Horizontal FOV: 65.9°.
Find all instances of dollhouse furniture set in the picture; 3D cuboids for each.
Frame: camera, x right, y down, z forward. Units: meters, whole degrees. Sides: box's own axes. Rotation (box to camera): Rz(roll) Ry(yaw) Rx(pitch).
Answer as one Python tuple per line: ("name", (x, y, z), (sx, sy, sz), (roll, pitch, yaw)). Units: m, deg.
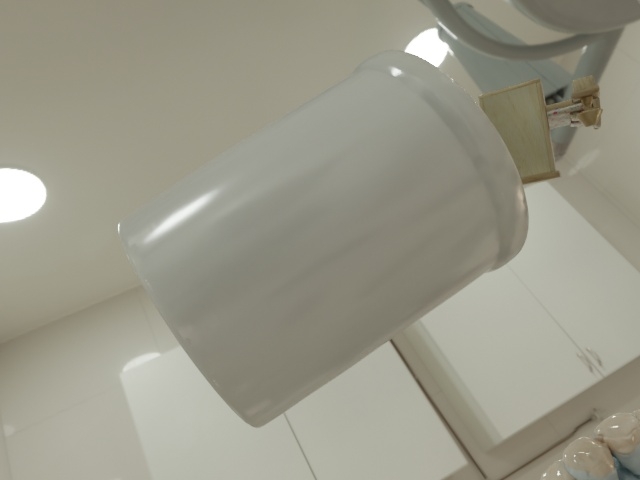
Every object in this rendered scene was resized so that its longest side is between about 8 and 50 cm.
("dollhouse furniture set", (0.409, -0.184, 1.010), (0.304, 0.173, 0.356), (-9, -3, 29))

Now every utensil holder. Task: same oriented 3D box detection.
("utensil holder", (0.000, 0.000, 0.638), (0.386, 0.327, 0.327), (-35, -28, -9))

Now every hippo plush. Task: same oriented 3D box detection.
("hippo plush", (0.542, 0.468, 0.845), (0.235, 0.236, 0.294), (-7, -53, -25))

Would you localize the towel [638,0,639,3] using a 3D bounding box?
("towel", (0.632, -0.507, 0.935), (0.034, 0.285, 0.209), (-37, 8, 21))
